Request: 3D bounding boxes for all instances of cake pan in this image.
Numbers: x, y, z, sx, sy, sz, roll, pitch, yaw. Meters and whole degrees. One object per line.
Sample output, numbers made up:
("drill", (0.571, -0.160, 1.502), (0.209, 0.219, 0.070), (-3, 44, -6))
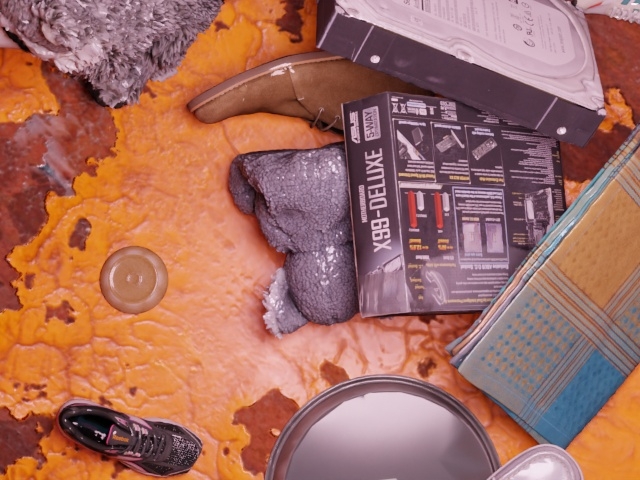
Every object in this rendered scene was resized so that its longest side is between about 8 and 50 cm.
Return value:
("cake pan", (0.079, 0.305, 1.735), (0.293, 0.054, 0.293), (0, 84, -3))

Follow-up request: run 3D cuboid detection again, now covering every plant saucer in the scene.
("plant saucer", (-0.226, 0.047, 1.766), (0.083, 0.015, 0.083), (0, 83, -3))

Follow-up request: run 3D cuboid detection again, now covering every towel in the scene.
("towel", (0.326, 0.058, 1.693), (0.370, 0.040, 0.271), (-50, 133, -3))

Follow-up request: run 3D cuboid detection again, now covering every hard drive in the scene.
("hard drive", (0.161, -0.250, 1.693), (0.339, 0.064, 0.237), (19, 38, -13))

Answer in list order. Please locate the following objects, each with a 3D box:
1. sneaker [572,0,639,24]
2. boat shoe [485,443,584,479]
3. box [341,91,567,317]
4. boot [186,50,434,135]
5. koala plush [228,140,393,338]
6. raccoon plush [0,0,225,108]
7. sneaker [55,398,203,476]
("sneaker", (0.397, -0.292, 1.818), (0.161, 0.057, 0.075), (-11, 79, -7))
("boat shoe", (0.185, 0.360, 1.646), (0.320, 0.103, 0.118), (-44, 82, -11))
("box", (0.166, -0.036, 1.679), (0.307, 0.076, 0.242), (0, 83, -44))
("boot", (-0.006, -0.173, 1.764), (0.305, 0.112, 0.115), (-15, 95, -7))
("koala plush", (0.000, 0.000, 1.709), (0.196, 0.203, 0.221), (-7, 96, -4))
("raccoon plush", (-0.194, -0.342, 1.669), (0.446, 0.299, 0.216), (-43, 87, -7))
("sneaker", (-0.228, 0.235, 1.713), (0.178, 0.077, 0.072), (13, 84, -2))
